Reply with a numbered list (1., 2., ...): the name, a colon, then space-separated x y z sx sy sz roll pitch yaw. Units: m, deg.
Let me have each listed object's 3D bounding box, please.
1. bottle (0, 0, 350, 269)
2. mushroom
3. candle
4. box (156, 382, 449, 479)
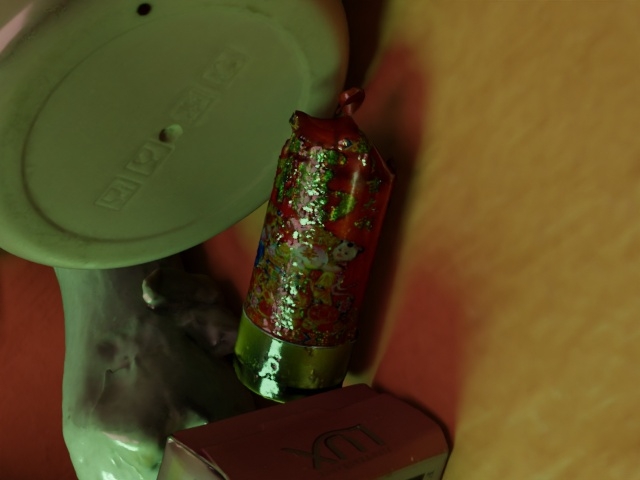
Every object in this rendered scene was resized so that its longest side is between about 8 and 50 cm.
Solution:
1. bottle: -0.139 -0.142 0.549 0.297 0.206 0.173 58 149 31
2. mushroom: -0.097 0.034 0.596 0.099 0.096 0.278 -49 52 38
3. candle: 0.000 0.000 0.509 0.052 0.052 0.130 34 118 44
4. box: -0.020 0.139 0.494 0.060 0.111 0.156 34 119 35
